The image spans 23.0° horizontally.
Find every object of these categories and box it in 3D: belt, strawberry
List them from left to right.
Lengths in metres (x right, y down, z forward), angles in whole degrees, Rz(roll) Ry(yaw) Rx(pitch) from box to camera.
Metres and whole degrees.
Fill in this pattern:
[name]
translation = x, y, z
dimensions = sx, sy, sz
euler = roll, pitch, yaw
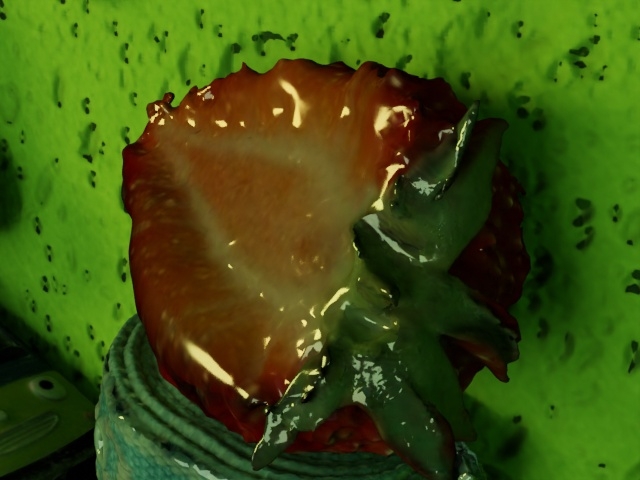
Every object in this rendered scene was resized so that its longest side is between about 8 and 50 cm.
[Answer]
[belt]
translation = -0.024, 0.094, 0.709
dimensions = 0.163, 0.148, 0.082
euler = -125, 35, -53
[strawberry]
translation = -0.009, 0.013, 0.672
dimensions = 0.228, 0.098, 0.174
euler = 9, 75, 50

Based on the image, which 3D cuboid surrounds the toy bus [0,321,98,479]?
[toy bus]
translation = -0.229, 0.186, 0.931
dimensions = 0.175, 0.138, 0.287
euler = 39, 129, 24
